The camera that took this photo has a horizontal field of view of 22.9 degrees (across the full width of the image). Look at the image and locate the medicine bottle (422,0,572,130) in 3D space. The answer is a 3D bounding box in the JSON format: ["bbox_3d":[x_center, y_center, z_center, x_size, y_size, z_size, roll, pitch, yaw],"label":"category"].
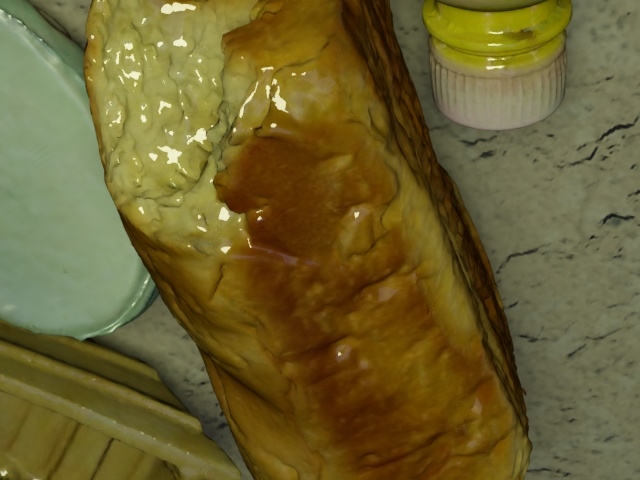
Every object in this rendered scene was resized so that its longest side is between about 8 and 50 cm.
[{"bbox_3d":[0.081,-0.156,0.732,0.122,0.122,0.212,-10,127,-4],"label":"medicine bottle"}]

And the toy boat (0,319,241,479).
[{"bbox_3d":[-0.258,0.079,0.810,0.445,0.162,0.136,17,118,-22],"label":"toy boat"}]

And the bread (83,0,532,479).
[{"bbox_3d":[-0.006,-0.001,0.776,0.149,0.195,0.344,-16,130,11],"label":"bread"}]

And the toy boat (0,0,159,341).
[{"bbox_3d":[-0.155,-0.041,0.811,0.134,0.079,0.207,-34,114,9],"label":"toy boat"}]
